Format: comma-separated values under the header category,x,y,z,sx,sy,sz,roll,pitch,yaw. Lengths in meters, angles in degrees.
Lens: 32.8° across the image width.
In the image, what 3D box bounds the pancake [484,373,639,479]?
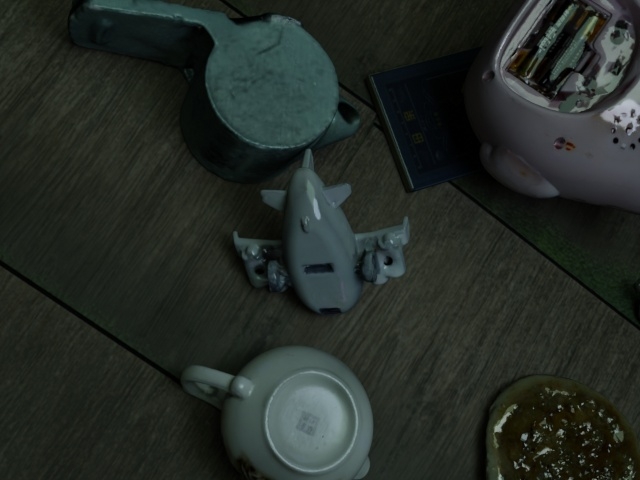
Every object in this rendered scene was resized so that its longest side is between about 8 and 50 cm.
category,x,y,z,sx,sy,sz,roll,pitch,yaw
pancake,0.354,0.327,1.587,0.282,0.049,0.282,5,77,-21

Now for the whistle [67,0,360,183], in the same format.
category,x,y,z,sx,sy,sz,roll,pitch,yaw
whistle,-0.140,-0.236,1.491,0.405,0.168,0.188,40,68,-6

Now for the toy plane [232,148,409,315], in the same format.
category,x,y,z,sx,sy,sz,roll,pitch,yaw
toy plane,0.000,0.000,1.470,0.245,0.244,0.117,21,41,-13

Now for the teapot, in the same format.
category,x,y,z,sx,sy,sz,roll,pitch,yaw
teapot,-0.043,0.235,1.426,0.298,0.139,0.204,34,70,-11

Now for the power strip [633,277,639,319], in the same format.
category,x,y,z,sx,sy,sz,roll,pitch,yaw
power strip,0.632,0.185,1.693,0.387,0.092,0.066,40,67,-7

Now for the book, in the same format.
category,x,y,z,sx,sy,sz,roll,pitch,yaw
book,0.219,-0.197,1.683,0.269,0.025,0.191,-17,83,-22

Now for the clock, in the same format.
category,x,y,z,sx,sy,sz,roll,pitch,yaw
clock,0.406,-0.206,1.545,0.377,0.250,0.368,35,85,9
